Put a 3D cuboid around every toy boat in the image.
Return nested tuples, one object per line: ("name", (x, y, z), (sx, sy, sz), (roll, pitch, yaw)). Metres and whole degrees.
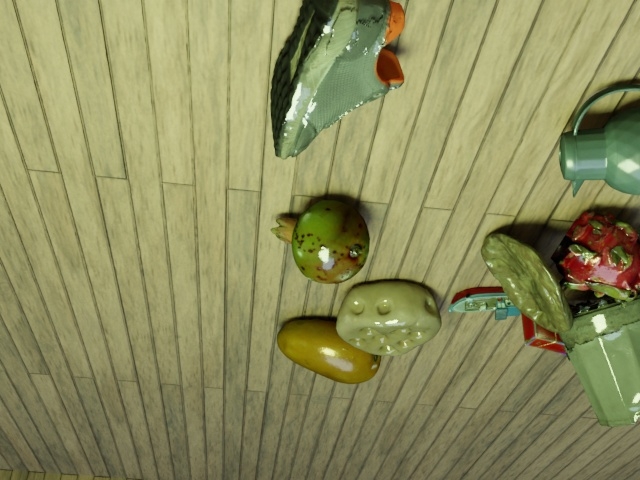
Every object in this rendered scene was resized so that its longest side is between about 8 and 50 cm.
("toy boat", (0.372, 0.142, 1.851), (0.173, 0.059, 0.069), (-2, 147, 7))

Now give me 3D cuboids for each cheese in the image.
("cheese", (0.152, 0.178, 1.874), (0.235, 0.117, 0.218), (4, 149, -3))

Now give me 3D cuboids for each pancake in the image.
("pancake", (0.413, 0.076, 1.625), (0.050, 0.242, 0.242), (-38, 147, -12))

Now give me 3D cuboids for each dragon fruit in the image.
("dragon fruit", (0.532, 0.041, 1.562), (0.172, 0.166, 0.160), (34, -173, 13))

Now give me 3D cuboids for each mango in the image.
("mango", (0.024, 0.261, 1.990), (0.254, 0.139, 0.175), (16, 156, -11))

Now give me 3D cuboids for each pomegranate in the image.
("pomegranate", (0.000, 0.000, 1.585), (0.205, 0.159, 0.159), (17, 158, 33))

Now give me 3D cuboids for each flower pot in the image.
("flower pot", (0.627, 0.238, 1.722), (0.290, 0.259, 0.290), (-15, 174, -2))

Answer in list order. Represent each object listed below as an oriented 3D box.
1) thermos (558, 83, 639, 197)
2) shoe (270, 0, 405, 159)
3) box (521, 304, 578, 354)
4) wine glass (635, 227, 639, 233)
("thermos", (0.525, -0.156, 1.307), (0.286, 0.145, 0.182), (-2, 115, 9))
("shoe", (0.033, -0.243, 1.230), (0.171, 0.132, 0.336), (4, 146, -19))
("box", (0.540, 0.196, 1.877), (0.175, 0.112, 0.048), (14, 146, -20))
("wine glass", (0.681, -0.031, 1.536), (0.079, 0.079, 0.195), (19, 146, -24))
